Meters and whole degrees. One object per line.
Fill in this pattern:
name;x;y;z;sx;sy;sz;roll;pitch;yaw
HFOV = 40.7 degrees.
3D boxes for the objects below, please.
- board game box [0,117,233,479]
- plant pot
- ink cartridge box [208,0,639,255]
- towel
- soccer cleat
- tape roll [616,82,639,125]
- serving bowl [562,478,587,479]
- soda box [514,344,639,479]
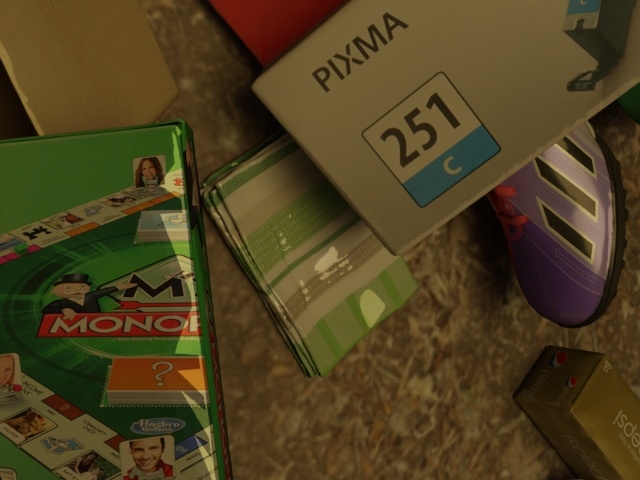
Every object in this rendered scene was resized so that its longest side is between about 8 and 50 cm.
board game box;-0.197;0.075;0.343;0.317;0.046;0.214;-6;92;-2
plant pot;-0.140;-0.084;0.440;0.096;0.109;0.109;-34;107;-41
ink cartridge box;0.077;-0.178;0.480;0.296;0.066;0.261;-37;104;15
towel;0.000;0.000;0.571;0.113;0.023;0.152;-38;109;-26
soccer cleat;0.131;-0.091;0.609;0.116;0.108;0.318;-8;90;-30
tape roll;0.259;-0.243;0.646;0.321;0.077;0.322;16;69;-47
serving bowl;0.194;0.230;0.688;0.083;0.027;0.083;0;90;-32
soda box;0.236;0.167;0.695;0.181;0.061;0.058;49;66;-22
